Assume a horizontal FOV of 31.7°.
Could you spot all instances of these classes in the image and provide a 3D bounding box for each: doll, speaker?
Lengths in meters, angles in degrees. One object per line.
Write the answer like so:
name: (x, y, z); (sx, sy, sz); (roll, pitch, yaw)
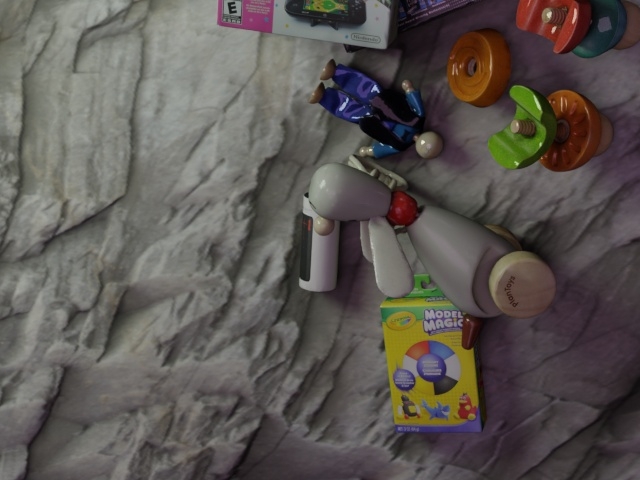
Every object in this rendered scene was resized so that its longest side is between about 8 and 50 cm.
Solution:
doll: (0.080, -0.165, 1.512); (0.189, 0.046, 0.129); (29, 119, 4)
speaker: (0.000, 0.000, 1.583); (0.055, 0.055, 0.136); (9, 109, 15)

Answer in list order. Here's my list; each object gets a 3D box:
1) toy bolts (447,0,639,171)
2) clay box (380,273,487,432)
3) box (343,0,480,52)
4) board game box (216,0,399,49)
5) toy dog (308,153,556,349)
toy bolts: (0.295, -0.222, 1.407); (0.218, 0.158, 0.228); (55, 134, 41)
clay box: (0.157, 0.158, 1.580); (0.127, 0.053, 0.222); (-4, 106, 18)
box: (0.119, -0.385, 1.426); (0.270, 0.060, 0.216); (-18, 100, 21)
board game box: (-0.004, -0.401, 1.357); (0.224, 0.097, 0.303); (10, 113, 10)
toy dog: (0.129, 0.030, 1.450); (0.334, 0.220, 0.161); (27, 101, 8)
